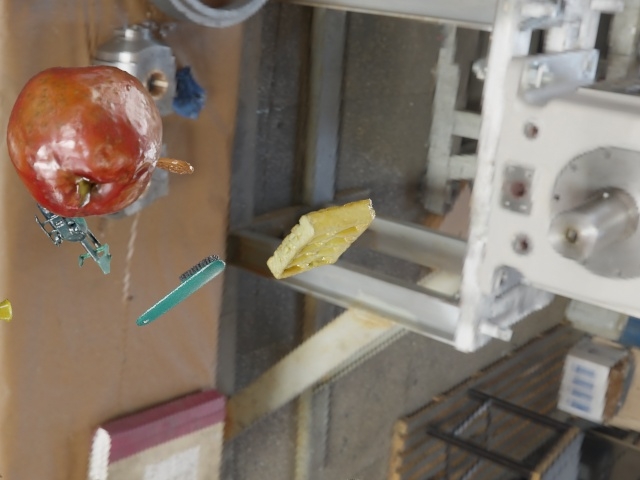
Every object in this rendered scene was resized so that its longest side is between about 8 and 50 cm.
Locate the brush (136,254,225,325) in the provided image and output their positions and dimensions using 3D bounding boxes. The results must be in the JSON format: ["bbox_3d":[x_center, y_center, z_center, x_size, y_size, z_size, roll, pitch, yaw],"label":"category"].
[{"bbox_3d":[-0.251,0.086,1.627,0.193,0.032,0.043,-35,149,7],"label":"brush"}]

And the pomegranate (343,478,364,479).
[{"bbox_3d":[0.039,0.361,1.157,0.122,0.122,0.161,-60,176,-19],"label":"pomegranate"}]

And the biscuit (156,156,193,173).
[{"bbox_3d":[-0.325,-0.162,2.036,0.078,0.091,0.015,48,53,-66],"label":"biscuit"}]

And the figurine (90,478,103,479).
[{"bbox_3d":[-0.476,0.594,1.938,0.142,0.189,0.263,-37,162,-31],"label":"figurine"}]

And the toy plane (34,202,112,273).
[{"bbox_3d":[-0.452,-0.023,1.680,0.060,0.096,0.235,-27,120,6],"label":"toy plane"}]

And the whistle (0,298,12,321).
[{"bbox_3d":[-0.664,0.134,1.801,0.109,0.046,0.057,-1,83,-39],"label":"whistle"}]

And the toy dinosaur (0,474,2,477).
[{"bbox_3d":[-0.552,0.306,1.312,0.113,0.207,0.327,-50,157,-40],"label":"toy dinosaur"}]

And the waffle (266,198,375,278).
[{"bbox_3d":[0.000,0.000,2.050,0.168,0.057,0.274,-14,161,-30],"label":"waffle"}]

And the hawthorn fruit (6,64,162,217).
[{"bbox_3d":[-0.267,-0.104,1.054,0.179,0.200,0.179,-9,130,-11],"label":"hawthorn fruit"}]
